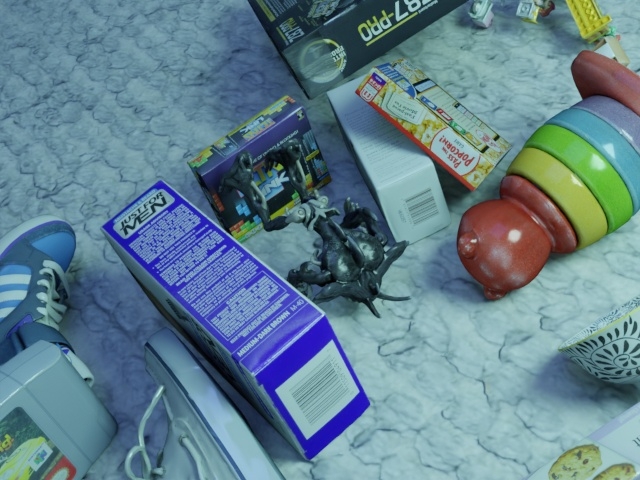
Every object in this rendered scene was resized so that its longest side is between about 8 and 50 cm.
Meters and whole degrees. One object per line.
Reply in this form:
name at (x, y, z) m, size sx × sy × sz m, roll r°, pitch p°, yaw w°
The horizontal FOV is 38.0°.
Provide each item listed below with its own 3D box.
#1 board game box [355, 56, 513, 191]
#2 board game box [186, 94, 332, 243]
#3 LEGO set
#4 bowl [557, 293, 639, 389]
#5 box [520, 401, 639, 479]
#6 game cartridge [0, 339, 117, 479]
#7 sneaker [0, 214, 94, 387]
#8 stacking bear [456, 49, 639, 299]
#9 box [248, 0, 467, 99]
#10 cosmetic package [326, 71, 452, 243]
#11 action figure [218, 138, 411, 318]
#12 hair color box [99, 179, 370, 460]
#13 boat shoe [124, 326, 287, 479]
board game box at (0.150, -0.155, 1.197) m, size 0.193 × 0.045 × 0.147 m, roll 41°, pitch 25°, yaw 6°
board game box at (-0.080, -0.096, 1.285) m, size 0.170 × 0.141 × 0.048 m, roll -36°, pitch 46°, yaw -12°
LEGO set at (0.368, -0.337, 1.391) m, size 0.287 × 0.107 × 0.132 m, roll 35°, pitch 103°, yaw 36°
bowl at (0.338, 0.101, 0.955) m, size 0.170 × 0.170 × 0.080 m, roll -31°, pitch 81°, yaw -8°
box at (0.257, 0.238, 0.895) m, size 0.324 × 0.063 × 0.067 m, roll -30°, pitch 46°, yaw -7°
game cartridge at (-0.361, 0.262, 1.021) m, size 0.060 × 0.196 × 0.294 m, roll 18°, pitch 58°, yaw 34°
sneaker at (-0.361, 0.120, 1.220) m, size 0.236 × 0.130 × 0.323 m, roll 19°, pitch 53°, yaw 23°
stacking bear at (0.281, -0.057, 1.106) m, size 0.289 × 0.175 × 0.164 m, roll -42°, pitch 40°, yaw -6°
box at (0.060, -0.388, 1.434) m, size 0.318 × 0.097 × 0.395 m, roll -30°, pitch 28°, yaw 2°
cosmetic package at (0.089, -0.114, 1.253) m, size 0.085 × 0.117 × 0.231 m, roll -25°, pitch 43°, yaw 0°
action figure at (0.000, 0.000, 1.173) m, size 0.164 × 0.141 × 0.276 m, roll -32°, pitch 71°, yaw -20°
hair color box at (-0.106, 0.086, 1.094) m, size 0.110 × 0.185 × 0.339 m, roll -39°, pitch 46°, yaw -14°
boat shoe at (-0.134, 0.256, 0.998) m, size 0.156 × 0.136 × 0.367 m, roll -35°, pitch 56°, yaw -8°
